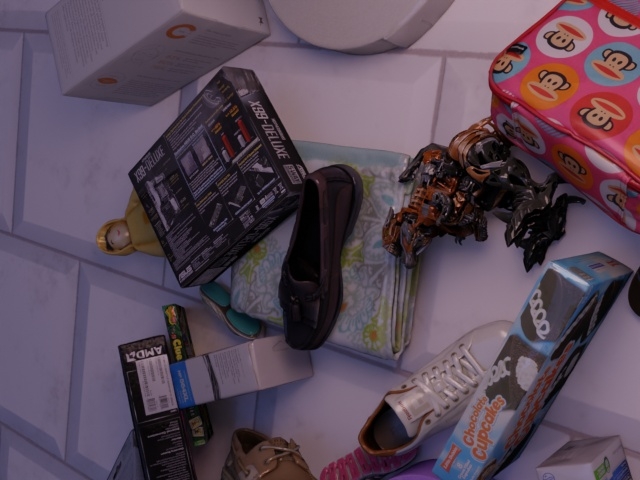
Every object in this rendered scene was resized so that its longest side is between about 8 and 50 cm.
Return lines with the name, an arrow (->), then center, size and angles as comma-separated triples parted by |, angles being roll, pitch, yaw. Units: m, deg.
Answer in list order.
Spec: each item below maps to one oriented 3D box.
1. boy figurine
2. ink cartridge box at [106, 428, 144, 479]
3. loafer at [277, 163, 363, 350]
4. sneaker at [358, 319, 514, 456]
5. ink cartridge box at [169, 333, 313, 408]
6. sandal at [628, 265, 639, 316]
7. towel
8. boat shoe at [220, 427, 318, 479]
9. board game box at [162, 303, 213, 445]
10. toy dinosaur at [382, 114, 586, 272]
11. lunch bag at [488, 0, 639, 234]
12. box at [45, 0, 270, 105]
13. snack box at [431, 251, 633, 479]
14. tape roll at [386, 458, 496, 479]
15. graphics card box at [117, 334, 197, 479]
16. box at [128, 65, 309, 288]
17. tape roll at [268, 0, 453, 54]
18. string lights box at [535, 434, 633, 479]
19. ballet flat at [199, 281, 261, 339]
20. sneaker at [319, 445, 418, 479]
boy figurine -> -0.336, -0.048, 1.471 | 0.285, 0.092, 0.177 | -21, 83, 33
ink cartridge box -> -0.409, 0.554, 1.562 | 0.223, 0.045, 0.224 | -60, 28, 27
loafer -> -0.020, 0.030, 1.124 | 0.109, 0.095, 0.303 | 24, 109, 34
sneaker -> 0.174, 0.225, 1.067 | 0.290, 0.123, 0.106 | -45, 67, 18
ink cartridge box -> -0.138, 0.226, 1.300 | 0.203, 0.148, 0.086 | -20, 80, 37
sandal -> 0.452, 0.009, 0.899 | 0.090, 0.060, 0.219 | 40, 130, 35
towel -> 0.000, 0.000, 1.219 | 0.374, 0.090, 0.321 | 14, 100, 36
boat shoe -> -0.084, 0.385, 1.236 | 0.341, 0.121, 0.110 | -7, 76, 61
board game box -> -0.250, 0.250, 1.408 | 0.030, 0.136, 0.260 | -14, 84, -7
toy dinosaur -> 0.223, -0.084, 0.999 | 0.218, 0.164, 0.322 | 47, 119, 31
lunch bag -> 0.372, -0.172, 0.862 | 0.258, 0.120, 0.293 | -40, 58, -8
box -> -0.298, -0.391, 1.339 | 0.345, 0.215, 0.168 | -19, 81, 36
snack box -> 0.274, 0.169, 0.958 | 0.060, 0.187, 0.322 | 36, 114, 30
tape roll -> 0.184, 0.475, 1.109 | 0.274, 0.090, 0.275 | 2, 94, 36
graphics card box -> -0.298, 0.369, 1.396 | 0.233, 0.094, 0.371 | 138, 118, -74
box -> -0.175, -0.098, 1.244 | 0.307, 0.076, 0.242 | -39, 71, 34
tape roll -> 0.064, -0.484, 1.149 | 0.392, 0.072, 0.392 | 2, 94, 37
string lights box -> 0.363, 0.395, 0.939 | 0.076, 0.133, 0.260 | -20, 82, 36
ballet flat -> -0.166, 0.136, 1.386 | 0.168, 0.057, 0.052 | 42, 144, 32
sneaker -> 0.084, 0.363, 1.199 | 0.170, 0.075, 0.063 | -30, 55, 12
